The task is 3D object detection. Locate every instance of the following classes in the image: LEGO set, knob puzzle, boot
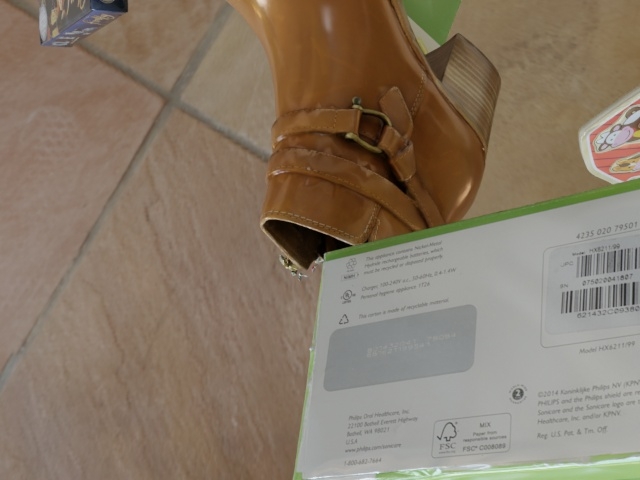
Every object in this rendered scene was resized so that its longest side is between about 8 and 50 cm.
[{"bbox_3d":[0.001,0.002,0.967,0.054,0.083,0.023,30,145,5],"label":"LEGO set"},{"bbox_3d":[0.359,-0.113,1.118,0.213,0.030,0.213,-13,149,-8],"label":"knob puzzle"},{"bbox_3d":[-0.009,-0.094,0.739,0.283,0.109,0.220,37,57,-20],"label":"boot"}]

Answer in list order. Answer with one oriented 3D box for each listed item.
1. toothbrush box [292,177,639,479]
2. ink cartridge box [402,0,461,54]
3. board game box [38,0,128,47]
[{"bbox_3d":[0.155,0.097,0.512,0.206,0.122,0.283,-14,143,35],"label":"toothbrush box"},{"bbox_3d":[0.094,-0.238,1.209,0.171,0.056,0.235,34,72,-36],"label":"ink cartridge box"},{"bbox_3d":[-0.280,-0.323,1.229,0.042,0.243,0.165,-3,91,-27],"label":"board game box"}]
